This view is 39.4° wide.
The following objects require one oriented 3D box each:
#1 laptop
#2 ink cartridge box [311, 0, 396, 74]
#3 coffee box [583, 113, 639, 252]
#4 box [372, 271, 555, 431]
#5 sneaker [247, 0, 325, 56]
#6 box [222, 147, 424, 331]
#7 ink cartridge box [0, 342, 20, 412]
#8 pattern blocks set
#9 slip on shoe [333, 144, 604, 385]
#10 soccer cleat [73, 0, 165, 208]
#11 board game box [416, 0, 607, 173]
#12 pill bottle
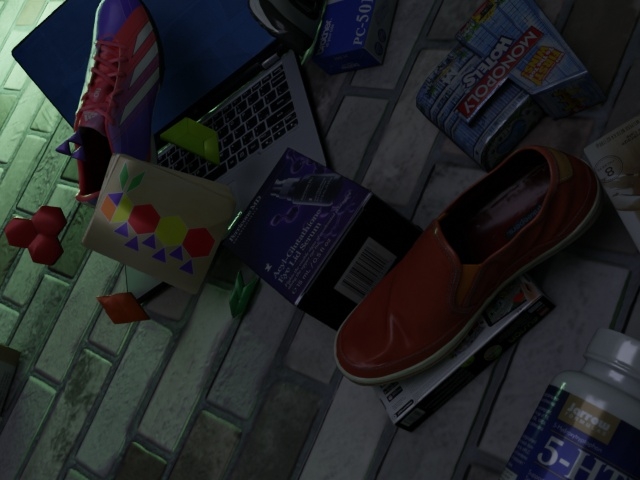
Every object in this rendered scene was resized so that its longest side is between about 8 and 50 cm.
[{"bbox_3d":[-0.237,-0.192,1.302,0.382,0.236,0.408,-33,49,23],"label":"laptop"},{"bbox_3d":[0.059,-0.340,1.268,0.097,0.046,0.207,-3,65,41],"label":"ink cartridge box"},{"bbox_3d":[0.356,-0.011,0.789,0.141,0.098,0.247,-34,48,22],"label":"coffee box"},{"bbox_3d":[0.137,0.095,0.960,0.207,0.036,0.114,-43,46,13],"label":"box"},{"bbox_3d":[-0.033,-0.367,1.286,0.108,0.100,0.272,-37,34,33],"label":"sneaker"},{"bbox_3d":[0.000,0.000,1.061,0.153,0.108,0.207,-57,36,-1],"label":"box"},{"bbox_3d":[-0.609,0.276,1.457,0.193,0.088,0.235,-3,64,38],"label":"ink cartridge box"},{"bbox_3d":[-0.218,-0.026,1.189,0.286,0.324,0.026,-58,0,-6],"label":"pattern blocks set"},{"bbox_3d":[0.132,0.023,0.908,0.331,0.101,0.123,-41,48,17],"label":"slip on shoe"},{"bbox_3d":[-0.291,-0.197,1.252,0.108,0.116,0.319,1,92,25],"label":"soccer cleat"},{"bbox_3d":[0.221,-0.184,1.032,0.194,0.060,0.194,-47,44,9],"label":"board game box"},{"bbox_3d":[0.236,0.176,0.776,0.112,0.112,0.187,24,83,45],"label":"pill bottle"}]
